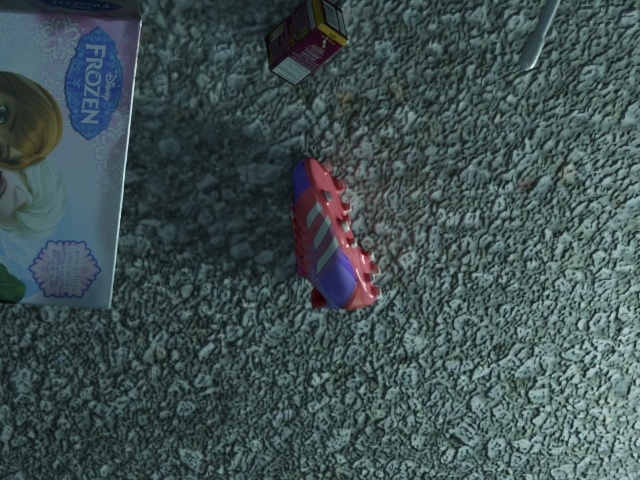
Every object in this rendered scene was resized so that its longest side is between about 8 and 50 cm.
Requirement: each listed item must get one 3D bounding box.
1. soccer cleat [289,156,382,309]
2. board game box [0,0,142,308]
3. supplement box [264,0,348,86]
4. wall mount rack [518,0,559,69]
[{"bbox_3d":[0.000,0.000,2.289,0.095,0.083,0.248,-14,139,12],"label":"soccer cleat"},{"bbox_3d":[-0.350,-0.092,1.923,0.318,0.066,0.318,3,115,-12],"label":"board game box"},{"bbox_3d":[-0.016,-0.213,2.077,0.043,0.055,0.083,31,124,-35],"label":"supplement box"},{"bbox_3d":[0.211,-0.339,1.933,0.350,0.130,0.304,22,134,-27],"label":"wall mount rack"}]
